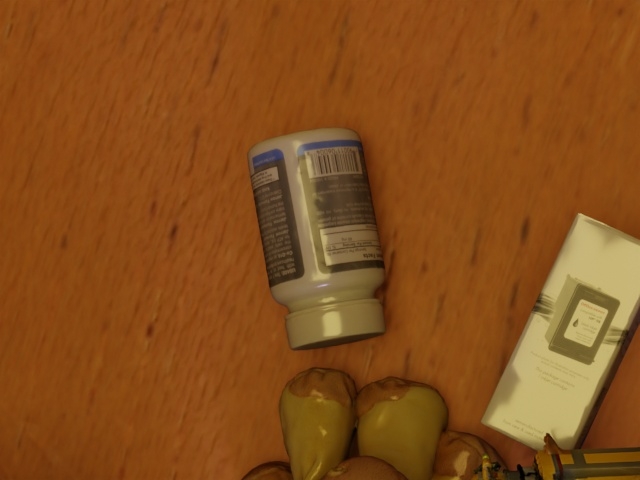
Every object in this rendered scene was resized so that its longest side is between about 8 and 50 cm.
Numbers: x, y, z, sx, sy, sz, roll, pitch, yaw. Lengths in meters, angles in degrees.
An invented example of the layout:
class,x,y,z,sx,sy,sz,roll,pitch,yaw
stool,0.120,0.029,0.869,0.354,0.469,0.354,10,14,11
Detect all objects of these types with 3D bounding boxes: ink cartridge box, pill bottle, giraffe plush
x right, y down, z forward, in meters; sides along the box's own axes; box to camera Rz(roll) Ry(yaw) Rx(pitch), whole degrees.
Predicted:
class,x,y,z,sx,sy,sz,roll,pitch,yaw
ink cartridge box,0.170,0.047,1.132,0.060,0.104,0.180,25,89,13
pill bottle,0.000,0.000,1.182,0.078,0.078,0.137,-11,83,10
giraffe plush,0.016,0.187,1.115,0.181,0.170,0.210,9,87,11

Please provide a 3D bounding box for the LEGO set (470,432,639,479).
class,x,y,z,sx,sy,sz,roll,pitch,yaw
LEGO set,0.100,0.279,1.013,0.192,0.255,0.331,-2,119,0
